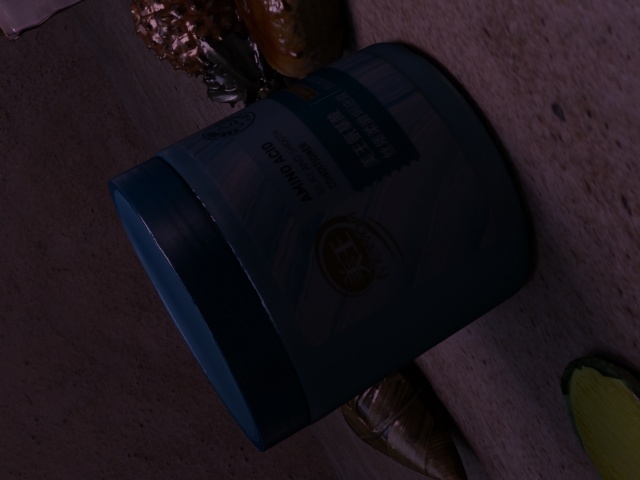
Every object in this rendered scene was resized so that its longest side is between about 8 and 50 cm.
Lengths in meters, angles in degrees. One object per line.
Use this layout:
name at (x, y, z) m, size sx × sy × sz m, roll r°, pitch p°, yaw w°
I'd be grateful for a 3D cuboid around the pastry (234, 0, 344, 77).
pastry at (-0.049, -0.292, 1.304) m, size 0.182 × 0.093 × 0.192 m, roll 51°, pitch 165°, yaw 44°

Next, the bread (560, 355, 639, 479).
bread at (0.325, 0.215, 1.116) m, size 0.228 × 0.033 × 0.228 m, roll 54°, pitch 164°, yaw 24°

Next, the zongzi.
zongzi at (0.149, 0.327, 1.841) m, size 0.288 × 0.134 × 0.286 m, roll 47°, pitch 169°, yaw 21°

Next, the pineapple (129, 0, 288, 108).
pineapple at (-0.121, -0.253, 1.594) m, size 0.364 × 0.165 × 0.165 m, roll 46°, pitch 163°, yaw 21°

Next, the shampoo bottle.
shampoo bottle at (0.000, 0.000, 1.191) m, size 0.331 × 0.342 × 0.331 m, roll 55°, pitch 166°, yaw 22°

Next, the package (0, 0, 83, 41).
package at (-0.461, -0.500, 1.927) m, size 0.165 × 0.311 × 0.221 m, roll 65°, pitch 168°, yaw -24°
